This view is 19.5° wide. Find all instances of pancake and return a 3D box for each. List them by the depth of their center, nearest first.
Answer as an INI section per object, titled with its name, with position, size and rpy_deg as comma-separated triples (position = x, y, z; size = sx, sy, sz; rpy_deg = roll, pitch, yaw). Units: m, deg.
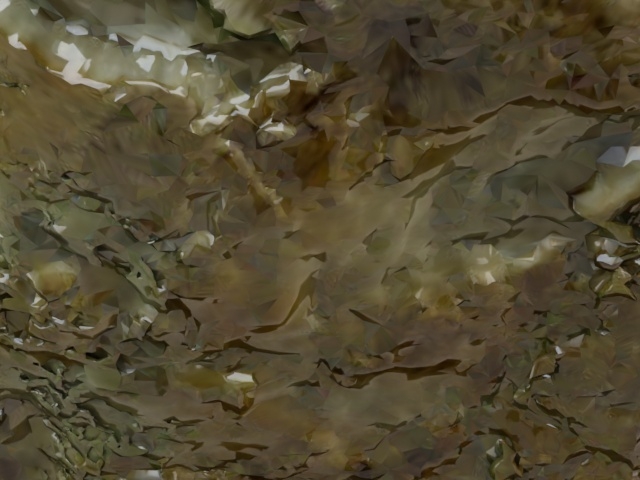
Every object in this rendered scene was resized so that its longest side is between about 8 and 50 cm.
[pancake]
position = 0.000, 0.001, 0.474
size = 0.356, 0.065, 0.356
rpy_deg = 1, -47, 1
